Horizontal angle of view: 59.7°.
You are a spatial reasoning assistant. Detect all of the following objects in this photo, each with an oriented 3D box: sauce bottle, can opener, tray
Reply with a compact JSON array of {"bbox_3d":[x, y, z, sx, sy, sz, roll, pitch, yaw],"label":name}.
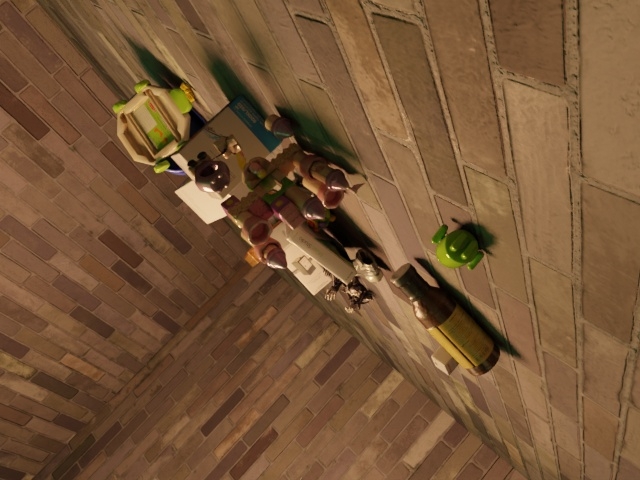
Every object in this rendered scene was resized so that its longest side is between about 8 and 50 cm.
[{"bbox_3d":[0.322,0.200,1.450,0.344,0.111,0.111,47,169,-10],"label":"sauce bottle"},{"bbox_3d":[-0.048,-0.146,1.634,0.186,0.059,0.073,8,117,56],"label":"can opener"},{"bbox_3d":[-0.259,0.020,2.614,0.076,0.203,0.411,45,169,-3],"label":"tray"}]

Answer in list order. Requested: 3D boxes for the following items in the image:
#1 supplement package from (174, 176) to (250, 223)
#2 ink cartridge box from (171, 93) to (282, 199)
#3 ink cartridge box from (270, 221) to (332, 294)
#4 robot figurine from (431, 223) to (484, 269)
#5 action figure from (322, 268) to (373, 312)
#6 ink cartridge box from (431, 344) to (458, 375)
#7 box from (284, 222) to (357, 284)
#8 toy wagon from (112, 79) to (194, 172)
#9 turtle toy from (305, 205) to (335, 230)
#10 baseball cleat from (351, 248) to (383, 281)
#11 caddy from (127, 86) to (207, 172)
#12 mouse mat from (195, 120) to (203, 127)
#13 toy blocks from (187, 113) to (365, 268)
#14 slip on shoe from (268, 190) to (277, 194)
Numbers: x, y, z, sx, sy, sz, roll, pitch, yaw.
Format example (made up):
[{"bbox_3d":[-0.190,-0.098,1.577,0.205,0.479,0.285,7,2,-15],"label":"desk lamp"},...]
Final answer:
[{"bbox_3d":[-0.349,-0.199,1.966,0.175,0.177,0.293,47,149,-18],"label":"supplement package"},{"bbox_3d":[-0.259,-0.249,1.520,0.168,0.232,0.171,47,168,-18],"label":"ink cartridge box"},{"bbox_3d":[-0.093,0.072,2.366,0.273,0.115,0.198,50,179,-32],"label":"ink cartridge box"},{"bbox_3d":[0.263,0.018,1.079,0.101,0.067,0.115,35,169,4],"label":"robot figurine"},{"bbox_3d":[0.099,0.200,2.177,0.164,0.141,0.275,18,153,40],"label":"action figure"},{"bbox_3d":[0.388,0.324,1.632,0.052,0.122,0.088,36,167,37],"label":"ink cartridge box"},{"bbox_3d":[-0.007,0.009,1.757,0.232,0.058,0.322,38,-171,-12],"label":"box"},{"bbox_3d":[-0.536,-0.403,1.871,0.267,0.344,0.068,57,-155,-4],"label":"toy wagon"},{"bbox_3d":[-0.007,-0.073,1.684,0.095,0.066,0.130,40,149,-9],"label":"turtle toy"},{"bbox_3d":[0.133,0.068,1.786,0.206,0.072,0.109,19,137,61],"label":"baseball cleat"},{"bbox_3d":[-0.551,-0.394,2.025,0.341,0.241,0.179,43,174,0],"label":"caddy"},{"bbox_3d":[-0.423,-0.386,2.200,0.189,0.007,0.152,45,169,-1],"label":"mouse mat"},{"bbox_3d":[-0.084,-0.106,1.310,0.260,0.288,0.309,39,166,43],"label":"toy blocks"},{"bbox_3d":[-0.173,-0.156,2.080,0.041,0.051,0.135,5,177,-26],"label":"slip on shoe"}]
